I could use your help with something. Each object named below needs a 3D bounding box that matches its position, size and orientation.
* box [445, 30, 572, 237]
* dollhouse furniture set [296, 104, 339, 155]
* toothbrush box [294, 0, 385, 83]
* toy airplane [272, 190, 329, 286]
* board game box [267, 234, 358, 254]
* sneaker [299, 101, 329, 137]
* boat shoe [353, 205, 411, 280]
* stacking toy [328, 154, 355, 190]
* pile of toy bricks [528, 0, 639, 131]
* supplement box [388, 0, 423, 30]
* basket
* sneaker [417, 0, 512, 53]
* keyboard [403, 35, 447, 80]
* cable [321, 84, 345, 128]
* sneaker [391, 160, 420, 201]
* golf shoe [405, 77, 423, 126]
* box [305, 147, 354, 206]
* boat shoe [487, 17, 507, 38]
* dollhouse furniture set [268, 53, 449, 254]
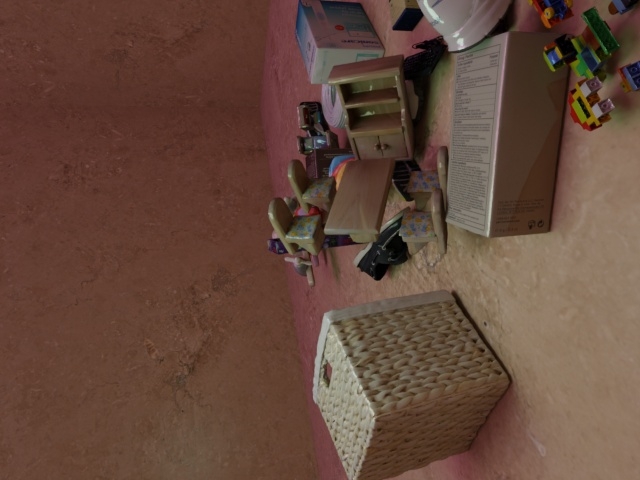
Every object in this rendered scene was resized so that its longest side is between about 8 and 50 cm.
[{"bbox_3d":[0.306,-0.173,0.733,0.148,0.121,0.311,-134,42,-69],"label":"box"},{"bbox_3d":[-0.016,-0.423,1.625,0.129,0.129,0.184,-16,-80,-72],"label":"dollhouse furniture set"},{"bbox_3d":[0.051,-0.637,1.386,0.126,0.216,0.296,106,156,-53],"label":"toothbrush box"},{"bbox_3d":[-0.091,-0.022,1.993,0.386,0.272,0.385,-134,42,-67],"label":"toy airplane"},{"bbox_3d":[0.000,0.000,1.508,0.208,0.346,0.056,-155,59,-74],"label":"board game box"},{"bbox_3d":[-0.037,-0.523,1.977,0.121,0.111,0.300,100,162,-55],"label":"sneaker"},{"bbox_3d":[0.198,0.027,1.240,0.113,0.127,0.340,51,147,12],"label":"boat shoe"},{"bbox_3d":[0.130,-0.166,1.274,0.302,0.165,0.175,-135,42,-76],"label":"stacking toy"},{"bbox_3d":[0.361,-0.261,0.588,0.212,0.118,0.105,67,-169,8],"label":"pile of toy bricks"},{"bbox_3d":[0.216,-0.587,1.083,0.083,0.056,0.083,153,111,-74],"label":"supplement box"},{"bbox_3d":[0.182,0.329,0.979,0.266,0.331,0.328,-119,28,-46],"label":"basket"},{"bbox_3d":[0.264,-0.434,0.634,0.297,0.129,0.111,-54,20,8],"label":"sneaker"},{"bbox_3d":[0.231,-0.437,1.033,0.100,0.038,0.192,-61,21,4],"label":"keyboard"},{"bbox_3d":[0.077,-0.538,1.563,0.257,0.089,0.257,104,157,-49],"label":"cable"},{"bbox_3d":[0.219,-0.174,1.178,0.094,0.081,0.209,91,172,-51],"label":"sneaker"},{"bbox_3d":[0.185,-0.336,1.161,0.273,0.120,0.105,133,133,-68],"label":"golf shoe"},{"bbox_3d":[0.045,-0.231,1.618,0.167,0.168,0.203,-178,84,-75],"label":"box"},{"bbox_3d":[0.311,-0.390,0.781,0.060,0.064,0.178,-119,22,-47],"label":"boat shoe"},{"bbox_3d":[0.100,-0.189,0.973,0.256,0.361,0.394,65,-146,-44],"label":"dollhouse furniture set"}]
